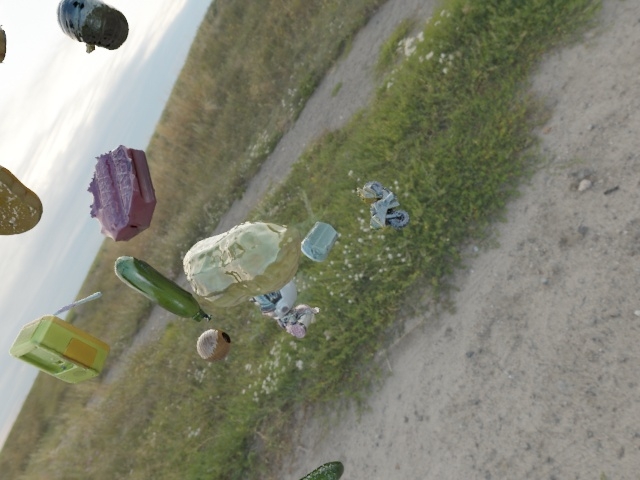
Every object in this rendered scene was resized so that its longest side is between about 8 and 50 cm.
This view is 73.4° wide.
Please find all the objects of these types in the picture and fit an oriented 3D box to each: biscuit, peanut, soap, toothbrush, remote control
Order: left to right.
[{"bbox_3d":[-0.570,-0.074,0.721,0.170,0.170,0.050,-46,40,37],"label":"biscuit"},{"bbox_3d":[-0.798,0.213,1.364,0.204,0.017,0.022,-27,-15,-40],"label":"toothbrush"},{"bbox_3d":[-0.704,-0.159,1.529,0.220,0.127,0.325,-24,72,19],"label":"soap"},{"bbox_3d":[-0.153,0.048,0.809,0.313,0.152,0.152,-16,51,40],"label":"peanut"},{"bbox_3d":[0.000,0.000,1.522,0.052,0.104,0.247,-57,1,26],"label":"remote control"}]

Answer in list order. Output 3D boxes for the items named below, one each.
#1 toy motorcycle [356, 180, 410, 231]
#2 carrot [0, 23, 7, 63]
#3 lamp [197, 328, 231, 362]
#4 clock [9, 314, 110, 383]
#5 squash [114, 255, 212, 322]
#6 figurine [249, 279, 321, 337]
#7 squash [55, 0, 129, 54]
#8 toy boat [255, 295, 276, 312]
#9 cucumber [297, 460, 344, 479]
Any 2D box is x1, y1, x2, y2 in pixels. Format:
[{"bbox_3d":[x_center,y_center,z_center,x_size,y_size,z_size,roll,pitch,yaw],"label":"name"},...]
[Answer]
[{"bbox_3d":[0.190,-0.111,1.415,0.129,0.094,0.229,-27,52,-8],"label":"toy motorcycle"},{"bbox_3d":[-0.895,-0.481,1.013,0.101,0.263,0.102,11,109,34],"label":"carrot"},{"bbox_3d":[-0.423,0.418,1.707,0.136,0.136,0.136,-46,30,37],"label":"lamp"},{"bbox_3d":[-0.687,0.292,1.143,0.143,0.202,0.096,-24,39,22],"label":"clock"},{"bbox_3d":[-0.460,0.155,1.273,0.087,0.331,0.087,-38,26,23],"label":"squash"},{"bbox_3d":[-0.188,0.277,2.014,0.253,0.361,0.211,-12,36,53],"label":"figurine"},{"bbox_3d":[-0.663,-0.635,1.256,0.193,0.193,0.156,-3,79,63],"label":"squash"},{"bbox_3d":[-0.249,0.260,1.846,0.096,0.122,0.034,-14,30,34],"label":"toy boat"},{"bbox_3d":[-0.011,0.765,1.364,0.069,0.227,0.069,3,94,47],"label":"cucumber"}]
